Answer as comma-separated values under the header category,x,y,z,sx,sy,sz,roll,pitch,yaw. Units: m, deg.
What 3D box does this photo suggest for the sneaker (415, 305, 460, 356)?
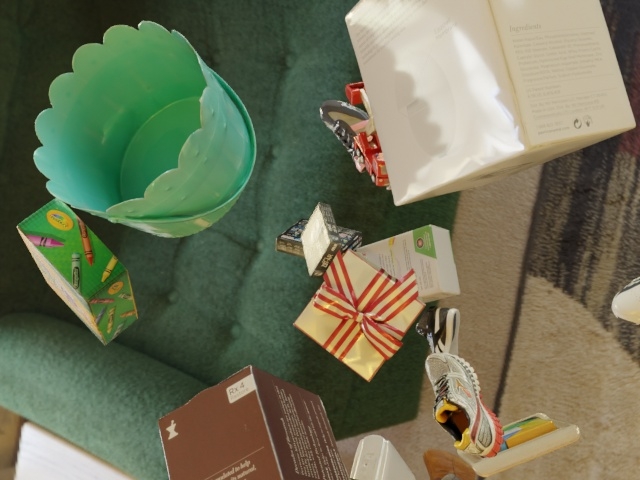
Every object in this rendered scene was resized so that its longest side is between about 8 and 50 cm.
category,x,y,z,sx,sy,sz,roll,pitch,yaw
sneaker,0.329,0.297,1.970,0.121,0.079,0.217,6,86,38

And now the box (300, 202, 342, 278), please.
category,x,y,z,sx,sy,sz,roll,pitch,yaw
box,0.000,0.000,0.932,0.067,0.018,0.083,-60,30,34

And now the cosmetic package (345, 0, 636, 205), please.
category,x,y,z,sx,sy,sz,roll,pitch,yaw
cosmetic package,0.154,-0.176,0.686,0.224,0.138,0.225,-21,84,64

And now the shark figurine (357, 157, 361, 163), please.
category,x,y,z,sx,sy,sz,roll,pitch,yaw
shark figurine,0.219,-0.258,1.531,0.278,0.116,0.166,-20,38,46

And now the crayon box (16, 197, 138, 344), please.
category,x,y,z,sx,sy,sz,roll,pitch,yaw
crayon box,-0.399,0.061,1.156,0.165,0.278,0.081,44,67,9

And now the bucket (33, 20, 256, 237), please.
category,x,y,z,sx,sy,sz,roll,pitch,yaw
bucket,-0.237,-0.143,0.974,0.281,0.183,0.281,-6,71,20

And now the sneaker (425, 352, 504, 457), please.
category,x,y,z,sx,sy,sz,roll,pitch,yaw
sneaker,0.247,0.290,1.253,0.088,0.092,0.225,-63,32,26

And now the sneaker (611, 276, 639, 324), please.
category,x,y,z,sx,sy,sz,roll,pitch,yaw
sneaker,0.630,0.049,1.226,0.235,0.153,0.094,-22,43,8

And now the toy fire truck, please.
category,x,y,z,sx,sy,sz,roll,pitch,yaw
toy fire truck,0.103,-0.215,1.369,0.135,0.047,0.192,88,164,-45

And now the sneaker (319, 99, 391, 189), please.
category,x,y,z,sx,sy,sz,roll,pitch,yaw
sneaker,0.114,-0.267,1.908,0.319,0.131,0.112,34,150,3

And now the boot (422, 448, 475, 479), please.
category,x,y,z,sx,sy,sz,roll,pitch,yaw
boot,0.389,0.644,1.729,0.264,0.280,0.096,14,96,5

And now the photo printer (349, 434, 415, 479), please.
category,x,y,z,sx,sy,sz,roll,pitch,yaw
photo printer,0.185,0.750,1.983,0.107,0.307,0.256,-5,45,28

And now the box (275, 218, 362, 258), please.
category,x,y,z,sx,sy,sz,roll,pitch,yaw
box,-0.003,0.003,2.140,0.220,0.175,0.051,14,118,22

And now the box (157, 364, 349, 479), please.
category,x,y,z,sx,sy,sz,roll,pitch,yaw
box,-0.089,0.307,0.966,0.168,0.203,0.167,-32,55,15

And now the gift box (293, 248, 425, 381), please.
category,x,y,z,sx,sy,sz,roll,pitch,yaw
gift box,0.104,0.152,1.663,0.255,0.258,0.276,31,94,8

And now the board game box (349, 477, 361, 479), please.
category,x,y,z,sx,sy,sz,roll,pitch,yaw
board game box,0.095,0.629,1.671,0.126,0.186,0.026,11,91,7

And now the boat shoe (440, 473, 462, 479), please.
category,x,y,z,sx,sy,sz,roll,pitch,yaw
boat shoe,0.316,0.629,1.415,0.130,0.132,0.355,9,127,41

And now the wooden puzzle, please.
category,x,y,z,sx,sy,sz,roll,pitch,yaw
wooden puzzle,0.402,0.414,1.430,0.221,0.239,0.044,-21,83,-1

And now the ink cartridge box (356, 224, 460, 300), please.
category,x,y,z,sx,sy,sz,roll,pitch,yaw
ink cartridge box,0.258,0.092,2.064,0.278,0.117,0.201,-19,70,37
